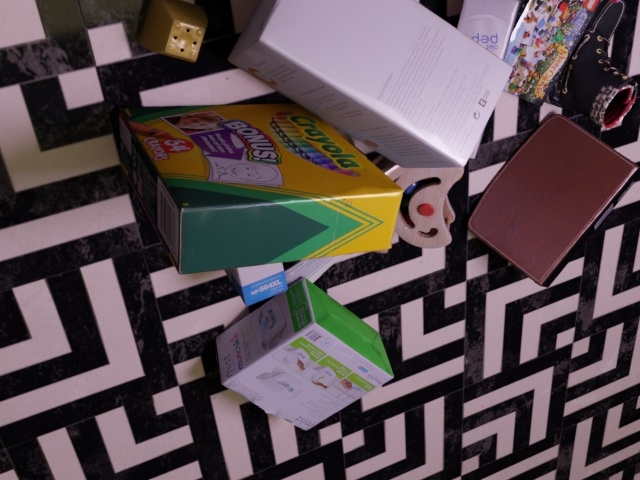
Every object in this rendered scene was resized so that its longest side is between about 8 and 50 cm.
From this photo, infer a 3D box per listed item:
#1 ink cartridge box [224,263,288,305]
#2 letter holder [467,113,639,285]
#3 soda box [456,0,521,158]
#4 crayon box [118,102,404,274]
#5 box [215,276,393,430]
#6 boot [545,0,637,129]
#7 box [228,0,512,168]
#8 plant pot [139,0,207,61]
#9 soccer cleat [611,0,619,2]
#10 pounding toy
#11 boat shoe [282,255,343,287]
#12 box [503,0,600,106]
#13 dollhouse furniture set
[{"bbox_3d":[-0.133,-0.016,1.326,0.086,0.148,0.203,-19,127,-15],"label":"ink cartridge box"},{"bbox_3d":[0.479,-0.084,1.626,0.301,0.214,0.152,-53,160,10],"label":"letter holder"},{"bbox_3d":[0.273,-0.298,1.376,0.091,0.098,0.286,17,117,11],"label":"soda box"},{"bbox_3d":[-0.105,-0.098,1.151,0.313,0.363,0.106,-7,122,-24],"label":"crayon box"},{"bbox_3d":[-0.030,0.232,1.515,0.231,0.126,0.262,-35,132,19],"label":"box"},{"bbox_3d":[0.540,-0.335,1.461,0.085,0.178,0.236,18,111,-35],"label":"boot"},{"bbox_3d":[0.067,-0.261,1.152,0.345,0.215,0.168,28,86,-18],"label":"box"},{"bbox_3d":[-0.210,-0.307,1.145,0.081,0.083,0.081,8,114,-32],"label":"plant pot"},{"bbox_3d":[0.422,-0.508,1.315,0.318,0.108,0.116,14,111,-23],"label":"soccer cleat"},{"bbox_3d":[0.183,-0.047,1.415,0.154,0.154,0.269,23,136,-5],"label":"pounding toy"},{"bbox_3d":[-0.001,0.000,1.451,0.227,0.079,0.081,-47,134,9],"label":"boat shoe"},{"bbox_3d":[0.407,-0.383,1.448,0.159,0.044,0.233,13,113,-33],"label":"box"},{"bbox_3d":[0.084,-0.189,1.331,0.144,0.151,0.123,-35,129,-7],"label":"dollhouse furniture set"}]
